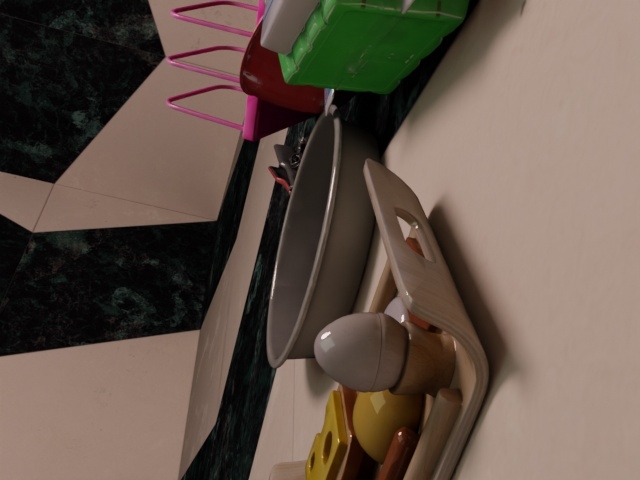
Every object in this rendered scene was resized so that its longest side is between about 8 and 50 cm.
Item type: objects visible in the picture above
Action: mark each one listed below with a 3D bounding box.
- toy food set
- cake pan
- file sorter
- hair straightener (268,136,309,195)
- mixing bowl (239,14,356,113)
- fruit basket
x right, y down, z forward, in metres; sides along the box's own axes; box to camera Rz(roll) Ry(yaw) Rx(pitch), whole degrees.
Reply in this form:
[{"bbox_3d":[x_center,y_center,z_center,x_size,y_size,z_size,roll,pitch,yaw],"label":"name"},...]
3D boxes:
[{"bbox_3d":[0.014,0.121,0.605,0.220,0.092,0.306,-99,25,-64],"label":"toy food set"},{"bbox_3d":[0.000,0.000,0.938,0.293,0.054,0.293,-167,90,-80],"label":"cake pan"},{"bbox_3d":[-0.107,-0.327,1.265,0.202,0.182,0.291,-35,-40,-58],"label":"file sorter"},{"bbox_3d":[-0.047,-0.124,1.366,0.230,0.047,0.089,-110,34,-71],"label":"hair straightener"},{"bbox_3d":[0.003,-0.212,0.972,0.181,0.098,0.181,-48,-12,-13],"label":"mixing bowl"},{"bbox_3d":[0.027,-0.322,0.748,0.327,0.165,0.353,150,116,-73],"label":"fruit basket"}]
